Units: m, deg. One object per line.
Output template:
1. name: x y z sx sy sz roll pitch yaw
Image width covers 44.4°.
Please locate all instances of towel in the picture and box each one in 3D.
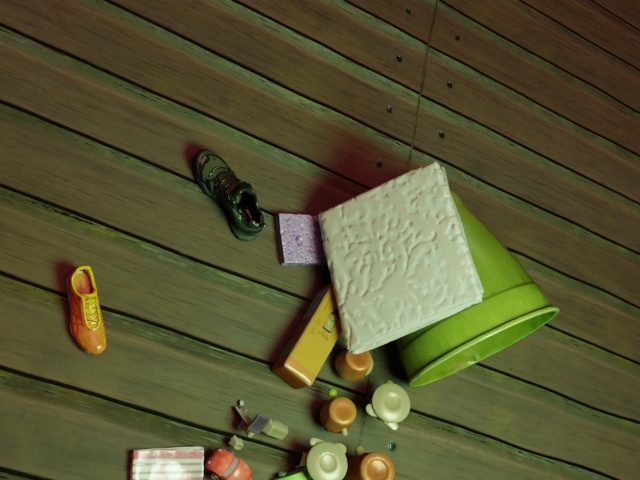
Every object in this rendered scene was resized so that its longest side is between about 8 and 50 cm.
1. towel: 0.158 0.034 1.647 0.053 0.317 0.332 27 45 -54
2. towel: -0.287 0.493 1.480 0.144 0.029 0.197 5 71 -26

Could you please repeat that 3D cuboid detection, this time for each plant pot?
1. plant pot: 0.283 0.090 1.762 0.366 0.366 0.353 -15 69 -31

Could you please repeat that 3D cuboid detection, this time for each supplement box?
1. supplement box: -0.010 0.205 1.701 0.078 0.080 0.233 40 61 -11

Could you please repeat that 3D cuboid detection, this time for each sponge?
1. sponge: 0.000 0.000 1.803 0.210 0.031 0.117 1 72 -27

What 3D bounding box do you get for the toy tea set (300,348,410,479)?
1. toy tea set: 0.077 0.393 1.672 0.200 0.124 0.336 22 60 -6

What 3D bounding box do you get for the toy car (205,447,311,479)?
1. toy car: -0.095 0.503 1.555 0.225 0.053 0.239 -14 85 -34

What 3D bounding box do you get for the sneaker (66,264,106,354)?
1. sneaker: -0.449 0.133 1.497 0.064 0.067 0.175 -13 81 -33

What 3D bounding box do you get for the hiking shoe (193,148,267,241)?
1. hiking shoe: -0.186 -0.112 1.694 0.086 0.114 0.227 -36 92 -33

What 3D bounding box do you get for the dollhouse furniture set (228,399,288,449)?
1. dollhouse furniture set: -0.134 0.382 1.611 0.114 0.081 0.091 33 96 -43
